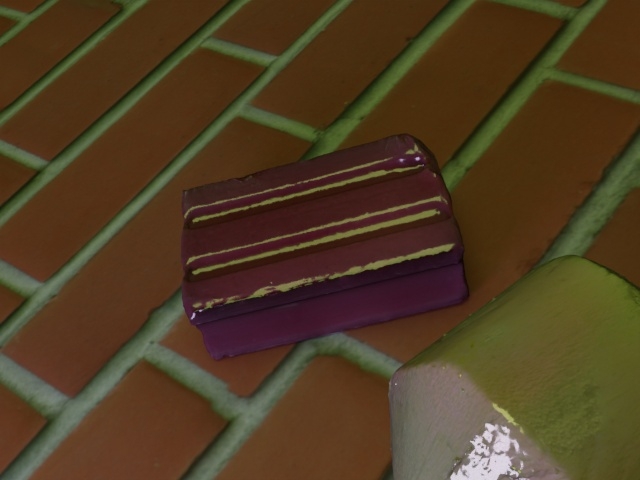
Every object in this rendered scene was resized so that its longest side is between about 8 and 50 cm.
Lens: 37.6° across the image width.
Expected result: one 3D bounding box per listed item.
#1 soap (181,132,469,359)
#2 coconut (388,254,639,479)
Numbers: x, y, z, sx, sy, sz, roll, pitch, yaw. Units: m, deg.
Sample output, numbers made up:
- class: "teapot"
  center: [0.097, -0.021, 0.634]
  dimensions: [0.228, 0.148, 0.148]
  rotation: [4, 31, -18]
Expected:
- class: "soap"
  center: [0.000, 0.000, 1.253]
  dimensions: [0.360, 0.128, 0.233]
  rotation: [-14, 49, 7]
- class: "coconut"
  center: [0.208, 0.200, 0.907]
  dimensions: [0.309, 0.297, 0.297]
  rotation: [-36, 49, -18]
